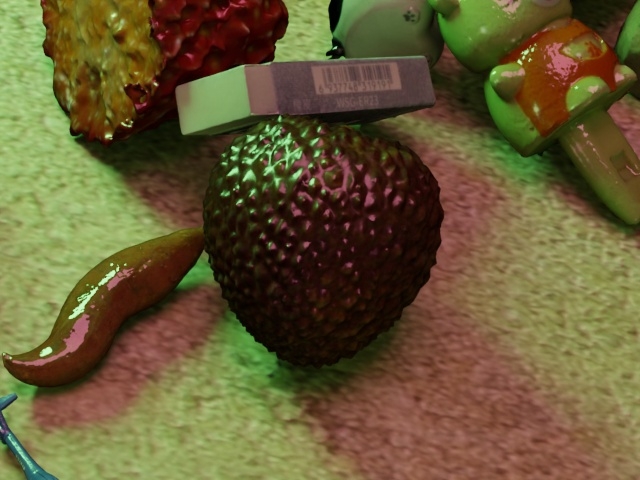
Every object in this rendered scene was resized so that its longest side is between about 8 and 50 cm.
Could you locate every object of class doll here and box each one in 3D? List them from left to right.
[{"bbox_3d":[0.069,-0.228,1.676,0.107,0.110,0.181,2,48,21],"label":"doll"}]

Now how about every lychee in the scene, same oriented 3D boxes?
[{"bbox_3d":[-0.002,-0.005,1.438,0.194,0.194,0.194,3,50,-4],"label":"lychee"}]

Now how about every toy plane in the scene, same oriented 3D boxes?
[{"bbox_3d":[-0.197,0.173,1.345,0.054,0.062,0.167,-23,46,-23],"label":"toy plane"}]

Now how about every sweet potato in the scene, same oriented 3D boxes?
[{"bbox_3d":[-0.162,0.047,1.459,0.202,0.058,0.055,-44,109,-29],"label":"sweet potato"}]

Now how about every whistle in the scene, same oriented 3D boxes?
[{"bbox_3d":[0.194,-0.138,1.596,0.131,0.106,0.288,-24,75,-47],"label":"whistle"}]

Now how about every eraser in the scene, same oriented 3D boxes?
[{"bbox_3d":[-0.009,-0.118,1.533,0.212,0.092,0.046,-7,87,-46],"label":"eraser"}]

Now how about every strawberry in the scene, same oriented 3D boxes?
[{"bbox_3d":[-0.125,-0.192,1.590,0.178,0.234,0.234,1,46,-36],"label":"strawberry"}]

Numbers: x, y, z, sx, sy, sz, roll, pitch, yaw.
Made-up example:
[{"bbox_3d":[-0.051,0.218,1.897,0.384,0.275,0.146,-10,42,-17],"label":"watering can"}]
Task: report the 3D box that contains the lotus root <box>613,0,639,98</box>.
[{"bbox_3d":[0.323,-0.174,1.645,0.143,0.144,0.070,12,58,15],"label":"lotus root"}]
